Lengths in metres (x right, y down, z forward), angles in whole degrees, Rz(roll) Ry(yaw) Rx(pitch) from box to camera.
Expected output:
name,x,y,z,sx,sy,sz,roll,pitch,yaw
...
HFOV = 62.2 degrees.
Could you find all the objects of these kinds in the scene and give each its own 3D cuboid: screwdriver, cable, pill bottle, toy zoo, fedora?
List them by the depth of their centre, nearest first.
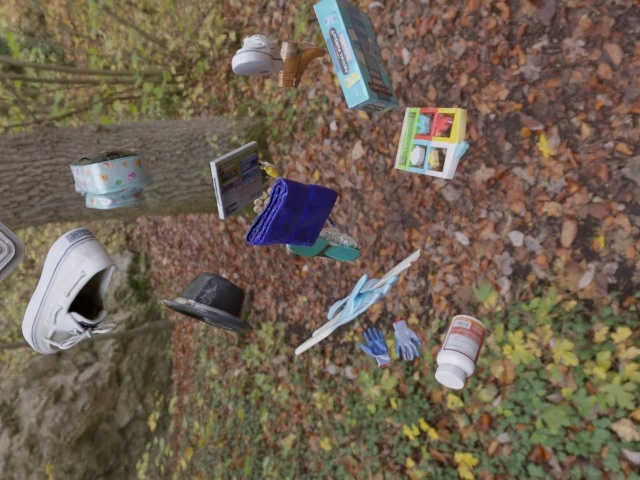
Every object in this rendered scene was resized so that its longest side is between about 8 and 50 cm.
name,x,y,z,sx,sy,sz,roll,pitch,yaw
toy zoo,0.325,-0.285,1.532,0.293,0.030,0.193,26,108,60
pill bottle,0.444,0.355,1.692,0.121,0.216,0.121,22,146,15
fedora,-0.363,0.202,1.806,0.334,0.333,0.153,148,143,-70
cable,-0.272,-0.325,2.195,0.139,0.072,0.287,37,-177,23
screwdriver,0.074,-0.053,2.412,0.170,0.025,0.024,47,-168,-12

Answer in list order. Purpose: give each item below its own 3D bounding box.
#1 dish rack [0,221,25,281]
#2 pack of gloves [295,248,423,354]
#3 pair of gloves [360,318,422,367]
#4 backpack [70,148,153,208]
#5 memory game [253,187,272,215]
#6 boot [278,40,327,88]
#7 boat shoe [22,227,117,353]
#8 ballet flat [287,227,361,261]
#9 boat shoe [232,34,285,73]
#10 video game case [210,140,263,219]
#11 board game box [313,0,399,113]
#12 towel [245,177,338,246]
name,x,y,z,sx,sy,sz,roll,pitch,yaw
dish rack,-1.049,0.017,1.482,0.333,0.285,0.072,43,168,-7
pack of gloves,0.062,0.094,0.954,0.232,0.195,0.046,-38,91,31
pair of gloves,0.239,0.352,1.811,0.023,0.198,0.159,79,173,-49
backpack,-0.502,-0.151,1.293,0.188,0.165,0.145,-3,101,52
memory game,-0.193,-0.151,2.247,0.012,0.186,0.186,-110,18,-44
boot,-0.068,-0.606,1.847,0.073,0.197,0.153,33,123,44
boat shoe,-0.503,0.150,1.115,0.156,0.136,0.367,42,121,12
ballet flat,0.000,0.000,2.172,0.147,0.408,0.147,-14,69,40
boat shoe,-0.153,-0.443,1.258,0.258,0.095,0.084,-63,-40,-74
video game case,-0.266,-0.197,1.718,0.023,0.212,0.193,14,123,29
board game box,0.121,-0.583,1.697,0.079,0.253,0.336,-20,87,30
towel,-0.074,-0.072,1.654,0.076,0.308,0.228,41,110,25
